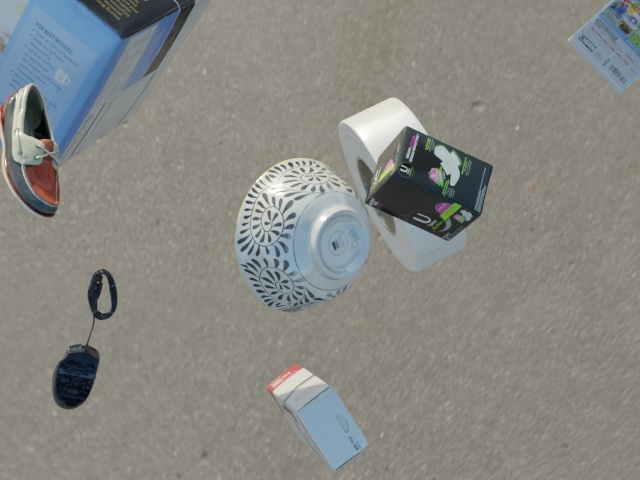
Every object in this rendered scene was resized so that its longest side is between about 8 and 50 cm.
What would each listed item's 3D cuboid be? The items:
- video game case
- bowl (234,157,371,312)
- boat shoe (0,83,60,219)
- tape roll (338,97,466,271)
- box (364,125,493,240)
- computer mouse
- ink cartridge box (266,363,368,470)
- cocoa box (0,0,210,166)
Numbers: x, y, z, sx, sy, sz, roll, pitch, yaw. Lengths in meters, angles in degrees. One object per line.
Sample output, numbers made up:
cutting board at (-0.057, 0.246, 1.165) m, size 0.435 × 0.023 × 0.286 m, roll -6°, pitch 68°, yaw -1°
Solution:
video game case at (0.355, -0.236, 1.253) m, size 0.122 × 0.011 × 0.087 m, roll -42°, pitch 87°, yaw -23°
bowl at (0.000, 0.000, 1.145) m, size 0.170 × 0.170 × 0.080 m, roll -47°, pitch 33°, yaw -23°
boat shoe at (-0.253, -0.079, 0.952) m, size 0.043 × 0.049 × 0.137 m, roll -36°, pitch 56°, yaw 20°
tape roll at (0.137, -0.093, 1.823) m, size 0.100 × 0.286 × 0.286 m, roll -26°, pitch 68°, yaw -7°
box at (0.089, -0.046, 0.898) m, size 0.083 × 0.062 × 0.052 m, roll 24°, pitch 62°, yaw -11°
computer mouse at (-0.391, 0.163, 1.787) m, size 0.071 × 0.041 × 0.242 m, roll 18°, pitch 90°, yaw -28°
ink cartridge box at (-0.006, 0.224, 1.378) m, size 0.056 × 0.135 × 0.099 m, roll -35°, pitch 105°, yaw -13°
cocoa box at (-0.348, -0.290, 1.241) m, size 0.347 × 0.231 × 0.228 m, roll 40°, pitch 35°, yaw -1°
